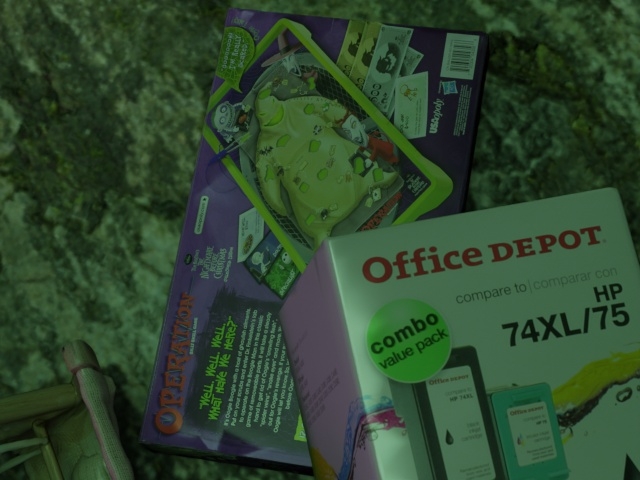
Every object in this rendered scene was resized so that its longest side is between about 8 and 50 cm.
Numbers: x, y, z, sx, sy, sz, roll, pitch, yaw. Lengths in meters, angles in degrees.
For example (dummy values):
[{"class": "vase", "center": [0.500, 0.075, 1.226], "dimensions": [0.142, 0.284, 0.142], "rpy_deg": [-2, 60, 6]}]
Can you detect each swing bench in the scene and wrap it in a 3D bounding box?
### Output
[{"class": "swing bench", "center": [-0.226, 0.242, 1.159], "dimensions": [0.254, 0.165, 0.253], "rpy_deg": [-19, 69, -10]}]

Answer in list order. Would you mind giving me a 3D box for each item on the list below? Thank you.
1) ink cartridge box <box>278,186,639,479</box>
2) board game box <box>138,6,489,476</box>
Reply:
[{"class": "ink cartridge box", "center": [0.106, 0.132, 1.085], "dimensions": [0.198, 0.197, 0.270], "rpy_deg": [-10, 76, -12]}, {"class": "board game box", "center": [0.000, 0.000, 1.261], "dimensions": [0.208, 0.056, 0.347], "rpy_deg": [9, 74, 8]}]
